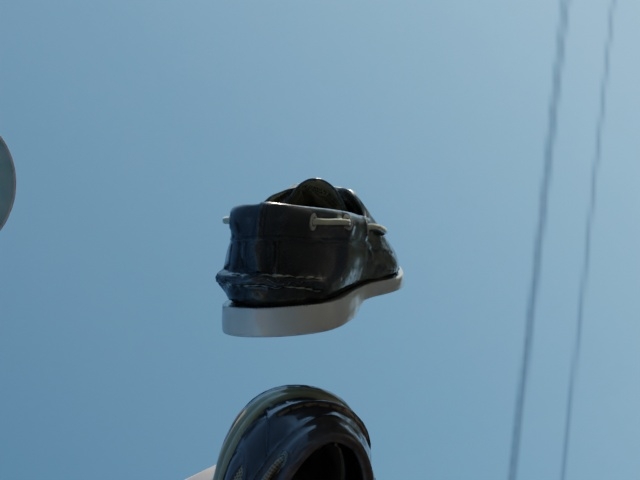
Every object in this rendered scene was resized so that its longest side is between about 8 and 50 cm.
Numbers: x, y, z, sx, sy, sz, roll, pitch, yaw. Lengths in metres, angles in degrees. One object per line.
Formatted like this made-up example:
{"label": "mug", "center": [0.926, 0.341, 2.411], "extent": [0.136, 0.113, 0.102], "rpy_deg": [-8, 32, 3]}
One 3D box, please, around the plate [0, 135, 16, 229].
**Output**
{"label": "plate", "center": [-0.451, -0.067, 1.593], "extent": [0.188, 0.024, 0.188], "rpy_deg": [1, -94, -17]}

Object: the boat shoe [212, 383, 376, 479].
{"label": "boat shoe", "center": [-0.044, 0.274, 0.913], "extent": [0.130, 0.132, 0.355], "rpy_deg": [180, 100, -79]}

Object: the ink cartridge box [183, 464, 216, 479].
{"label": "ink cartridge box", "center": [-0.045, 0.355, 1.214], "extent": [0.371, 0.175, 0.069], "rpy_deg": [52, -160, -30]}

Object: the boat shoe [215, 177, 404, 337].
{"label": "boat shoe", "center": [0.000, 0.000, 0.996], "extent": [0.302, 0.114, 0.091], "rpy_deg": [-46, -45, -80]}
